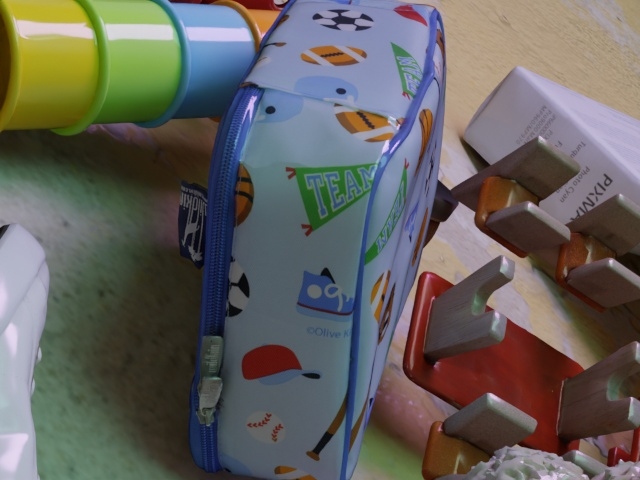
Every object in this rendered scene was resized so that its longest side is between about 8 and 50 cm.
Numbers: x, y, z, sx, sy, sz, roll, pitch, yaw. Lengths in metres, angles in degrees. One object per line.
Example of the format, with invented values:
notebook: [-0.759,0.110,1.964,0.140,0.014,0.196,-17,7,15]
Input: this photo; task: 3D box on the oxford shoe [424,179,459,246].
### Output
oxford shoe: [0.016,-0.054,1.309,0.076,0.076,0.212,20,20,-38]

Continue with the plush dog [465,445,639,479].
plush dog: [0.232,0.193,0.966,0.225,0.210,0.262,20,34,-59]

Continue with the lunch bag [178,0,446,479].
lunch bag: [0.000,0.000,1.040,0.115,0.243,0.303,11,28,8]

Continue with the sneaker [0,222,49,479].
sneaker: [-0.165,0.111,0.784,0.123,0.106,0.290,46,32,-21]

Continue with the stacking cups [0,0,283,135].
stacking cups: [-0.084,-0.108,1.130,0.316,0.096,0.096,-2,52,-41]

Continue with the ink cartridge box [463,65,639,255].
ink cartridge box: [0.340,0.018,1.564,0.308,0.091,0.385,17,26,-46]

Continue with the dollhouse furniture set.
dollhouse furniture set: [0.158,0.111,1.186,0.259,0.135,0.262,32,52,-24]

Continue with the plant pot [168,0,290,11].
plant pot: [-0.078,-0.213,1.267,0.174,0.191,0.191,1,49,-43]
